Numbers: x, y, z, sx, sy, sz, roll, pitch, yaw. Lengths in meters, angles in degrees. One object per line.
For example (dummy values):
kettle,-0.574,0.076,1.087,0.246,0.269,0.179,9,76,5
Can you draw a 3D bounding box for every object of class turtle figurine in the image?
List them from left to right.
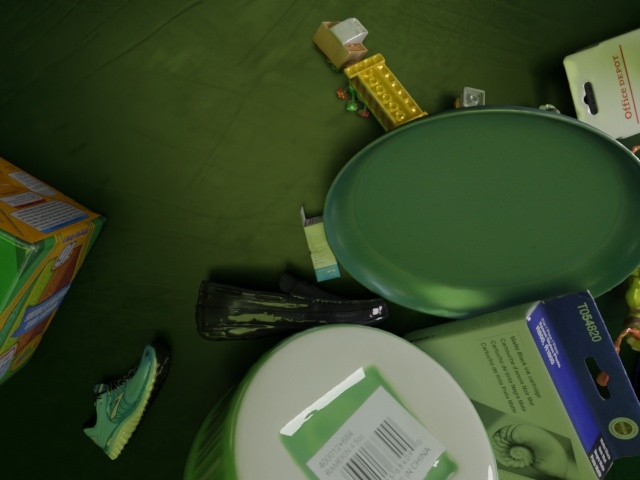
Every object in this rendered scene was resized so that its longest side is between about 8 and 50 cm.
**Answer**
turtle figurine,0.398,0.033,0.654,0.218,0.087,0.269,3,97,-8

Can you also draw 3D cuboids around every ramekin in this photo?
ramekin,0.025,0.231,0.574,0.304,0.303,0.148,24,138,-5

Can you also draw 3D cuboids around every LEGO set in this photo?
LEGO set,0.108,-0.124,0.634,0.287,0.107,0.132,22,67,0

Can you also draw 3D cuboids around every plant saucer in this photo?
plant saucer,0.162,-0.018,0.587,0.318,0.043,0.317,7,143,6

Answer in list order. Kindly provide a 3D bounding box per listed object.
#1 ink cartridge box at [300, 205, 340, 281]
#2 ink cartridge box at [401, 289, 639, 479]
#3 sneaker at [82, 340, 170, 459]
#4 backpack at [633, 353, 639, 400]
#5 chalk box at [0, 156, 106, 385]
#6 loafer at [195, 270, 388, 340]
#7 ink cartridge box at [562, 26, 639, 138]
ink cartridge box,0.000,0.000,0.666,0.028,0.048,0.083,-14,102,3
ink cartridge box,0.232,0.183,0.660,0.224,0.045,0.223,-22,102,32
sneaker,-0.242,0.189,0.701,0.073,0.063,0.162,31,100,-3
backpack,0.435,0.171,0.666,0.098,0.120,0.101,0,102,1
chalk box,-0.400,0.065,0.616,0.179,0.180,0.288,30,102,-6
loafer,-0.033,0.073,0.668,0.224,0.076,0.078,-2,80,-3
ink cartridge box,0.349,-0.177,0.621,0.182,0.061,0.104,-19,101,4
